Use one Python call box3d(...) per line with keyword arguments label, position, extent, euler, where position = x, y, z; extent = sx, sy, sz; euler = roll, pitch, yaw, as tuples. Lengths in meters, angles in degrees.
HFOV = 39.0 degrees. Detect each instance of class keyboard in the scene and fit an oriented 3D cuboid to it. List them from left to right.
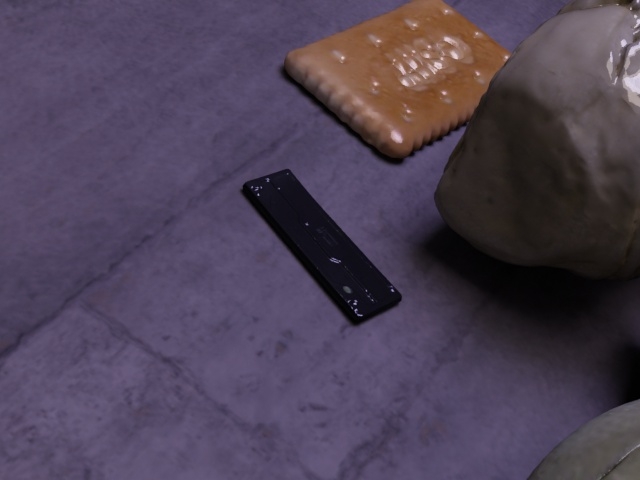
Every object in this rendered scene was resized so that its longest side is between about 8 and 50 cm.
box3d(label="keyboard", position=(0.000, 0.000, 0.722), extent=(0.053, 0.010, 0.155), euler=(-21, 60, -37))

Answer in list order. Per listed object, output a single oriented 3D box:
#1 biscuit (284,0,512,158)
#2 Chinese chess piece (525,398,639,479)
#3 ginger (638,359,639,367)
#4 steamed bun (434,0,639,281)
box3d(label="biscuit", position=(0.094, -0.174, 0.909), extent=(0.160, 0.030, 0.249), euler=(43, 48, 18))
box3d(label="Chinese chess piece", position=(0.212, 0.205, 0.480), extent=(0.250, 0.101, 0.250), euler=(0, 82, -3))
box3d(label="ginger", position=(0.369, 0.117, 0.666), extent=(0.375, 0.176, 0.256), euler=(-5, 34, -24))
box3d(label="steamed bun", position=(0.267, -0.082, 0.723), extent=(0.203, 0.276, 0.289), euler=(45, 40, 22))
